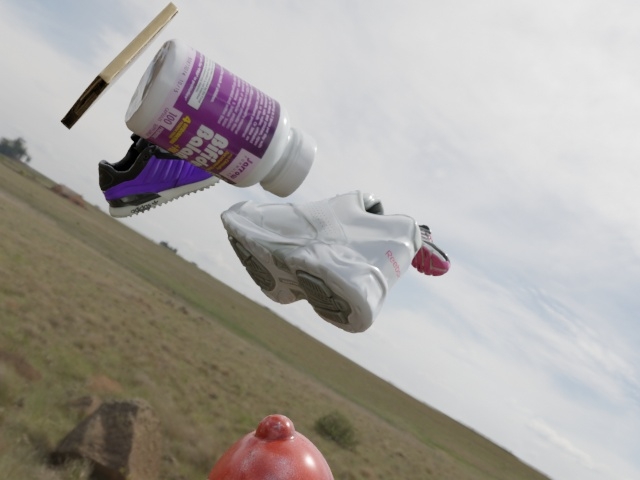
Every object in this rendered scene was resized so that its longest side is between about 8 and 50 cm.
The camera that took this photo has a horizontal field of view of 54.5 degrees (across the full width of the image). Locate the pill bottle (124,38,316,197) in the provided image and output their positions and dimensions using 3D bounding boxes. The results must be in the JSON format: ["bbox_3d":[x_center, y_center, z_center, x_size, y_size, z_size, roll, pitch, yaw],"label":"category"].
[{"bbox_3d":[-0.161,-0.193,1.062,0.301,0.169,0.169,27,-6,-27],"label":"pill bottle"}]

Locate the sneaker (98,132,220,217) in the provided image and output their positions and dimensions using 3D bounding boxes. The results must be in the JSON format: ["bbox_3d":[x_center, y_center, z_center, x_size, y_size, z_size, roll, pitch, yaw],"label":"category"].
[{"bbox_3d":[-0.305,-0.163,1.246,0.102,0.293,0.146,37,-32,55],"label":"sneaker"}]

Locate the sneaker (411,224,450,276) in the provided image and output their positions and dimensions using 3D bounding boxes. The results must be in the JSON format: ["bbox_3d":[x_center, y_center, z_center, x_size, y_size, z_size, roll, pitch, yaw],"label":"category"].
[{"bbox_3d":[0.184,0.008,1.124,0.170,0.074,0.063,32,-43,53],"label":"sneaker"}]

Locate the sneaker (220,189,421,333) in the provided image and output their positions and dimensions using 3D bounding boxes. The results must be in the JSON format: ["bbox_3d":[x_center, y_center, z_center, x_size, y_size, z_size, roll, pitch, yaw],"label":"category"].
[{"bbox_3d":[0.000,0.000,0.546,0.232,0.115,0.090,23,-35,50],"label":"sneaker"}]

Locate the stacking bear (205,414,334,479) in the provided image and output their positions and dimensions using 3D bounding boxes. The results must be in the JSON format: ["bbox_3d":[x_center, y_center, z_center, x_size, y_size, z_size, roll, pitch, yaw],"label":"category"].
[{"bbox_3d":[0.021,0.276,0.517,0.289,0.175,0.164,47,-1,-5],"label":"stacking bear"}]

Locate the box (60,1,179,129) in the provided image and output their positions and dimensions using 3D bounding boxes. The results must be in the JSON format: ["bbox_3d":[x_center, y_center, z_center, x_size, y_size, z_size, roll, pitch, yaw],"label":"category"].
[{"bbox_3d":[-0.311,-0.270,0.966,0.021,0.201,0.164,42,-39,-21],"label":"box"}]
